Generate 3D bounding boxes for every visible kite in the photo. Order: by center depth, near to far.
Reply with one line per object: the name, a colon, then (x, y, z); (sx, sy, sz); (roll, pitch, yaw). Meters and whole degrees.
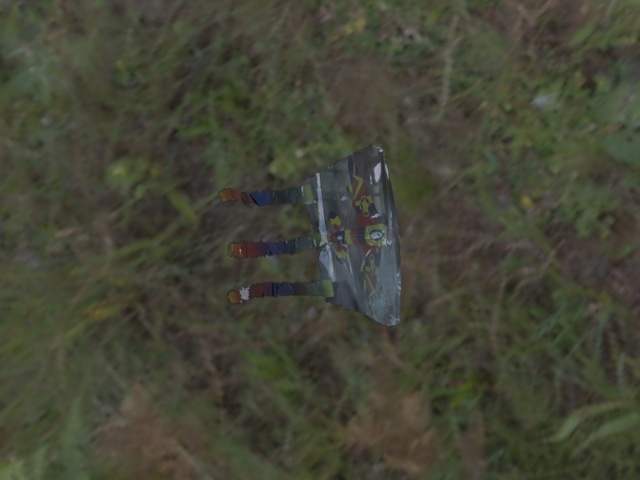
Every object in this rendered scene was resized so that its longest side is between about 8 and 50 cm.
kite: (0.001, 0.000, 1.194); (0.015, 0.245, 0.141); (-11, 87, 31)
